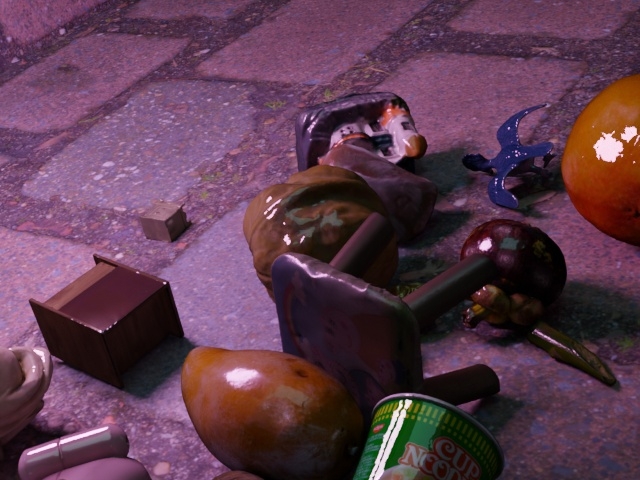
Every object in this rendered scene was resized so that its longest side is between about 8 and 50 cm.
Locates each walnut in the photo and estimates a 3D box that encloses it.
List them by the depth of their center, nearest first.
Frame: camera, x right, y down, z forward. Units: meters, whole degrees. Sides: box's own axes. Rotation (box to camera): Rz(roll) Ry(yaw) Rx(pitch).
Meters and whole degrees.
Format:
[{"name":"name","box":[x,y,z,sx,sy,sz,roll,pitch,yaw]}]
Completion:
[{"name":"walnut","box":[-0.001,-0.001,1.948,0.277,0.253,0.282,-19,16,-9]}]

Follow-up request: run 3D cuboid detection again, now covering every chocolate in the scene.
[{"name":"chocolate","box":[0.115,-0.104,2.110,0.254,0.080,0.157,26,71,-1]}]

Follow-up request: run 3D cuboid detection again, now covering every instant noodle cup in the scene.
[{"name":"instant noodle cup","box":[0.119,0.364,1.423,0.207,0.207,0.232,6,45,29]}]

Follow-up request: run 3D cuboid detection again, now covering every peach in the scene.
[{"name":"peach","box":[0.626,-0.160,1.925,0.373,0.290,0.372,-32,43,36]}]

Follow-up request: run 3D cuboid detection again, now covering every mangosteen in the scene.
[{"name":"mangosteen","box":[0.323,0.069,1.823,0.192,0.192,0.217,23,77,45]}]

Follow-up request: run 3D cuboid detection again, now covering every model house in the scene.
[{"name":"model house","box":[0.108,-0.168,2.250,0.271,0.190,0.301,-10,36,-11]}]

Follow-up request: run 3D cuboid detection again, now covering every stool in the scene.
[{"name":"stool","box":[0.103,0.144,1.649,0.226,0.310,0.310,-29,36,-36]}]

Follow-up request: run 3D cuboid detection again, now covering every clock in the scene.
[{"name":"clock","box":[-0.281,0.440,1.312,0.184,0.342,0.326,-20,23,1]}]

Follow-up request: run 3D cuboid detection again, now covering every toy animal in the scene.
[{"name":"toy animal","box":[0.402,-0.166,2.179,0.176,0.255,0.239,11,74,-3]}]

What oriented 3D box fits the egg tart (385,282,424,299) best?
[{"name":"egg tart","box":[0.160,0.127,1.892,0.130,0.052,0.130,-10,30,6]}]

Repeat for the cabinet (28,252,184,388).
[{"name":"cabinet","box":[-0.406,0.153,1.985,0.215,0.148,0.175,18,43,35]}]

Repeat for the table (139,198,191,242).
[{"name":"table","box":[-0.352,-0.047,2.358,0.079,0.062,0.083,9,38,31]}]

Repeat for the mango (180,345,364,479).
[{"name":"mango","box":[-0.091,0.263,1.599,0.384,0.221,0.199,20,73,44]}]

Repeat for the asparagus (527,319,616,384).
[{"name":"asparagus","box":[0.416,0.185,1.712,0.045,0.041,0.178,-37,38,-19]}]

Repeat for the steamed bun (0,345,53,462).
[{"name":"steamed bun","box":[-0.608,0.297,1.769,0.280,0.207,0.268,-19,-13,27]}]

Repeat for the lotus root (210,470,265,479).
[{"name":"lotus root","box":[-0.076,0.436,1.394,0.158,0.140,0.322,-51,42,-2]}]
